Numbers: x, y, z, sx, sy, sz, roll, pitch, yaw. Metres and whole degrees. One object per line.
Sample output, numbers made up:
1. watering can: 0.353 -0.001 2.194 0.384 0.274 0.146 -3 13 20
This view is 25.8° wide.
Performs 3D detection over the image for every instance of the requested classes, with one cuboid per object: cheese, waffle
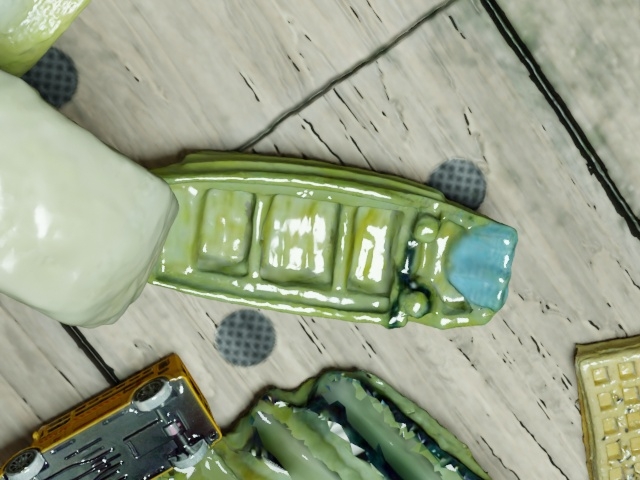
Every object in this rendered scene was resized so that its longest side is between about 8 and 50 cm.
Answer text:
1. cheese: -0.238 -0.055 0.858 0.326 0.318 0.115 36 80 -46
2. waffle: 0.259 0.147 1.119 0.102 0.042 0.148 -12 107 -3

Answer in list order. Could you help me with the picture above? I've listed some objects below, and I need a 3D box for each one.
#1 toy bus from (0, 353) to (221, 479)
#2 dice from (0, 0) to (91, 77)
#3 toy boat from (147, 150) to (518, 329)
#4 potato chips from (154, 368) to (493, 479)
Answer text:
1. toy bus: -0.161 0.154 1.055 0.162 0.074 0.070 -29 114 -1
2. dice: -0.209 -0.215 0.900 0.166 0.169 0.169 41 96 -14
3. toy boat: 0.001 -0.002 1.031 0.276 0.084 0.111 7 107 -5
4. potato chips: 0.021 0.317 1.101 0.429 0.070 0.358 44 103 -2
